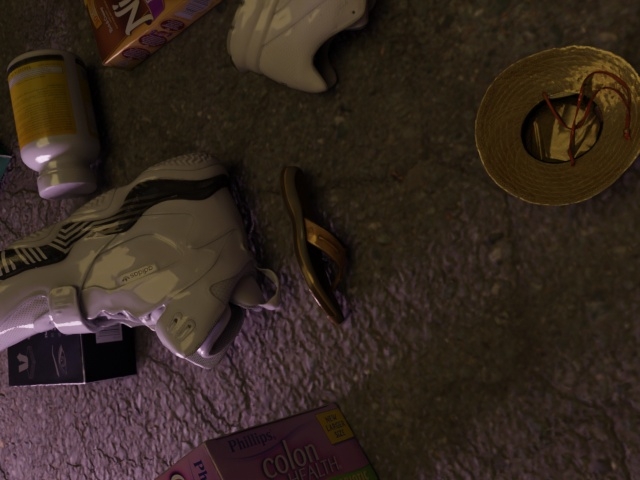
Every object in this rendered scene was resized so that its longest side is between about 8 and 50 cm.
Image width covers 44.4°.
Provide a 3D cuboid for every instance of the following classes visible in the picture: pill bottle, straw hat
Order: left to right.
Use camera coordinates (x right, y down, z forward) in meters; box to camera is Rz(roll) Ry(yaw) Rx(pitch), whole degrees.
[{"bbox_3d":[-0.353,-0.153,1.048,0.103,0.103,0.184,-19,78,33],"label":"pill bottle"},{"bbox_3d":[0.212,-0.095,0.686,0.144,0.061,0.145,-2,85,20],"label":"straw hat"}]

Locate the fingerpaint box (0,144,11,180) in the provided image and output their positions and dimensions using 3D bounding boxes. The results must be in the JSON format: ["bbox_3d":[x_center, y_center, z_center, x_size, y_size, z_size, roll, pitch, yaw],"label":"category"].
[{"bbox_3d":[-0.734,-0.108,1.273,0.445,0.163,0.371,41,111,28],"label":"fingerpaint box"}]

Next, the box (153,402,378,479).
[{"bbox_3d":[-0.095,0.291,0.801,0.243,0.213,0.117,-42,67,26],"label":"box"}]

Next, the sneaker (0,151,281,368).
[{"bbox_3d":[-0.226,0.072,0.877,0.365,0.137,0.210,-32,74,-4],"label":"sneaker"}]

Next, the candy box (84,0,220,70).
[{"bbox_3d":[-0.213,-0.308,0.985,0.186,0.053,0.109,-27,75,33],"label":"candy box"}]

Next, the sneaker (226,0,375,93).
[{"bbox_3d":[0.011,-0.291,0.806,0.129,0.111,0.297,29,120,8],"label":"sneaker"}]

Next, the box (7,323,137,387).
[{"bbox_3d":[-0.334,0.109,1.038,0.158,0.093,0.156,-9,84,33],"label":"box"}]

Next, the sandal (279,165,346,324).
[{"bbox_3d":[0.000,0.000,0.835,0.049,0.072,0.180,-17,75,11],"label":"sandal"}]
